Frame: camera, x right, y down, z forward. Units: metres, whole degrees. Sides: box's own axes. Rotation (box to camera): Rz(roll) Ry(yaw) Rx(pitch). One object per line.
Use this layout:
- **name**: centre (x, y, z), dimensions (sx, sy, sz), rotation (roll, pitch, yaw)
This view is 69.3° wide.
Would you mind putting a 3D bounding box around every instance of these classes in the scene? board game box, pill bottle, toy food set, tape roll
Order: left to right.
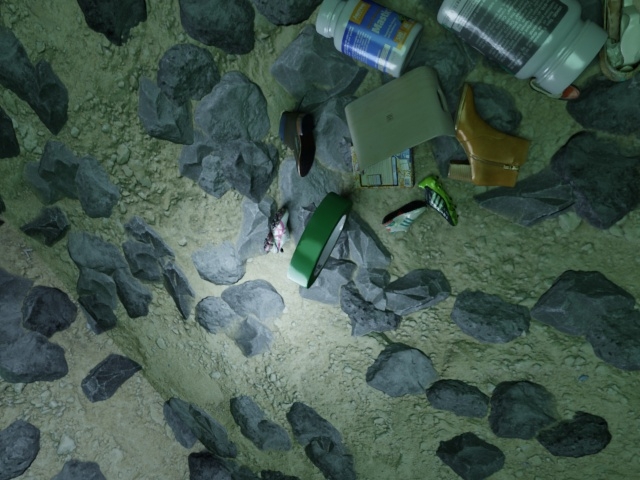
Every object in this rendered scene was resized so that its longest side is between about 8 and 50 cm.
- **tape roll**: centre (0.000, 0.000, 1.508), dimensions (0.077, 0.321, 0.322), rotation (27, 121, 8)
- **pill bottle**: centre (0.131, -0.576, 1.281), dimensions (0.271, 0.152, 0.152), rotation (28, 121, 7)
- **board game box**: centre (0.199, -0.240, 1.477), dimensions (0.193, 0.045, 0.147), rotation (2, 115, 21)
- **toy food set**: centre (0.223, -0.344, 1.363), dimensions (0.305, 0.092, 0.220), rotation (-21, 72, 30)
- **pill bottle**: centre (0.487, -0.531, 1.131), dimensions (0.361, 0.204, 0.204), rotation (37, 122, 3)

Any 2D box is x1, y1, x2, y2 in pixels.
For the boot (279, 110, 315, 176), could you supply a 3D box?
- **boot**: centre (-0.080, -0.326, 1.546), dimensions (0.106, 0.082, 0.220), rotation (27, 128, 33)

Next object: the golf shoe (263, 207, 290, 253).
- **golf shoe**: centre (-0.146, -0.036, 1.709), dimensions (0.085, 0.068, 0.186), rotation (13, 118, -21)

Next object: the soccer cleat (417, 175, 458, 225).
- **soccer cleat**: centre (0.374, -0.120, 1.462), dimensions (0.072, 0.060, 0.179), rotation (-27, 95, 38)

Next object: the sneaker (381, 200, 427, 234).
- **sneaker**: centre (0.287, -0.071, 1.525), dimensions (0.161, 0.057, 0.075), rotation (-26, 119, 28)

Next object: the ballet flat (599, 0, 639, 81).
- **ballet flat**: centre (0.720, -0.552, 1.082), dimensions (0.123, 0.123, 0.349), rotation (-1, 113, 22)

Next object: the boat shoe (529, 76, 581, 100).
- **boat shoe**: centre (0.623, -0.405, 1.232), dimensions (0.136, 0.043, 0.049), rotation (23, 118, 9)

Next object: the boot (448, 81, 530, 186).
- **boot**: centre (0.484, -0.296, 1.316), dimensions (0.211, 0.104, 0.296), rotation (5, 120, 13)
